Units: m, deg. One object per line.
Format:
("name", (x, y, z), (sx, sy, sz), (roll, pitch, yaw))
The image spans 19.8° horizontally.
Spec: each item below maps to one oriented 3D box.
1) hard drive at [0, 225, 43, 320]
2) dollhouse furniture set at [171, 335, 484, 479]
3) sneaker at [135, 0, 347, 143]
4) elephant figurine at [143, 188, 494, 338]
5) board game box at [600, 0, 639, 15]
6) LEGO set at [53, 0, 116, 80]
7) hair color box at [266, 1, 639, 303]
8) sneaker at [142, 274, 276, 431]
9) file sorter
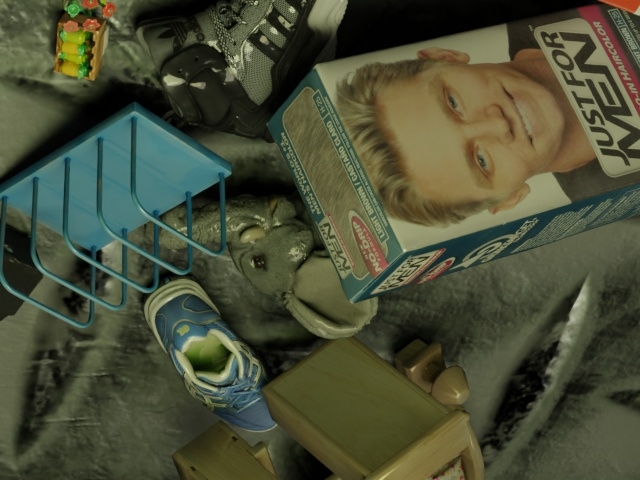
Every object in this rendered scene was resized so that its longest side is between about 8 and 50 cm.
("hard drive", (-0.438, 0.035, 1.546), (0.339, 0.064, 0.237), (25, 113, -35))
("dollhouse furniture set", (0.057, 0.286, 1.793), (0.303, 0.174, 0.355), (-34, 134, -21))
("sneaker", (-0.066, -0.188, 1.498), (0.153, 0.101, 0.269), (-6, 129, -20))
("elephant figurine", (0.000, 0.000, 1.655), (0.239, 0.186, 0.169), (-31, 174, 16))
("board game box", (0.337, -0.333, 1.534), (0.242, 0.064, 0.316), (14, 107, -29))
("LEGO set", (-0.144, -0.237, 1.429), (0.132, 0.107, 0.287), (29, 111, -35))
("hair color box", (0.149, -0.083, 1.541), (0.347, 0.174, 0.105), (-16, 163, -32))
("sneaker", (-0.098, 0.125, 1.733), (0.080, 0.081, 0.211), (-35, 131, 4))
("file sorter", (-0.174, -0.014, 1.544), (0.170, 0.104, 0.118), (-28, 139, 30))
